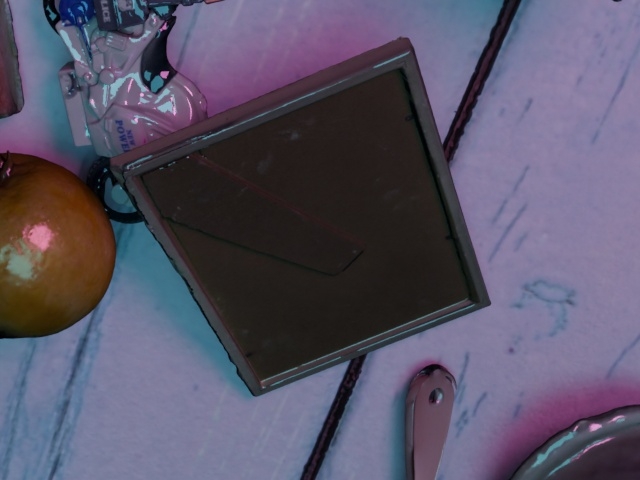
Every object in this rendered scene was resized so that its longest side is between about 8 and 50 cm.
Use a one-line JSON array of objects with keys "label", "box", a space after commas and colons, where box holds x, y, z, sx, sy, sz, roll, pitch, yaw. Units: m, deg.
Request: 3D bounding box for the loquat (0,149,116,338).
[{"label": "loquat", "box": [-0.233, 0.003, 0.932, 0.137, 0.163, 0.163, -35, 115, -20]}]

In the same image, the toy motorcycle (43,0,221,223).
[{"label": "toy motorcycle", "box": [-0.125, -0.118, 0.923, 0.150, 0.102, 0.221, -6, 114, 9]}]

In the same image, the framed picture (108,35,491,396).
[{"label": "framed picture", "box": [0.000, 0.000, 0.960, 0.232, 0.024, 0.315, -22, 139, 2]}]

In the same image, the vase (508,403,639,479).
[{"label": "vase", "box": [0.306, 0.323, 1.033, 0.245, 0.291, 0.245, -10, 126, -14]}]

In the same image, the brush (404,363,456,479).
[{"label": "brush", "box": [0.077, 0.260, 1.133, 0.072, 0.067, 0.313, -7, 108, -38]}]

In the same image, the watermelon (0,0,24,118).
[{"label": "watermelon", "box": [-0.289, -0.148, 0.805, 0.140, 0.257, 0.193, -15, 106, -1]}]
